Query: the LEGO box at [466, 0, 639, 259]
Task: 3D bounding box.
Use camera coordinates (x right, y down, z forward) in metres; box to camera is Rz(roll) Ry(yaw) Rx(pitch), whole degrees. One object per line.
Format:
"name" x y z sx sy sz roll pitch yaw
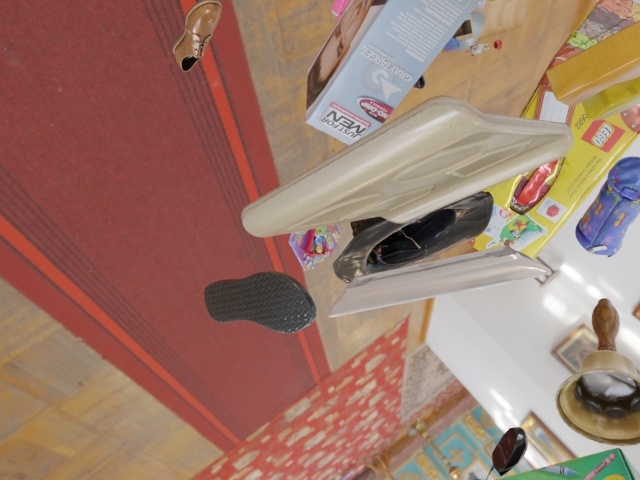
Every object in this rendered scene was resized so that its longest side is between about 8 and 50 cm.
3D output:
"LEGO box" 0.531 -0.223 1.136 0.372 0.193 0.500 -47 163 -33

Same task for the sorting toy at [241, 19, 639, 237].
"sorting toy" 0.110 -0.074 0.412 0.307 0.041 0.229 -24 168 40

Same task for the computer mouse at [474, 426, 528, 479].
"computer mouse" 0.368 0.490 1.086 0.071 0.041 0.242 -73 -173 -70

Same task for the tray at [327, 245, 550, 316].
"tray" 0.146 0.048 0.689 0.270 0.030 0.145 -13 -178 12

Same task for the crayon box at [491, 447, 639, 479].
"crayon box" 0.438 0.475 0.949 0.278 0.081 0.165 -27 133 23

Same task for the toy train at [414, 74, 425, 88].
"toy train" 0.218 -0.422 1.241 0.027 0.036 0.158 -50 139 -9

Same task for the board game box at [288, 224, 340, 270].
"board game box" 0.000 0.000 1.234 0.133 0.033 0.168 -44 138 -17

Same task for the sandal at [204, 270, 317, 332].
"sandal" -0.169 0.163 1.509 0.107 0.446 0.167 -16 101 -47

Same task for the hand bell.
"hand bell" 0.415 0.160 0.755 0.242 0.126 0.126 -49 168 -52

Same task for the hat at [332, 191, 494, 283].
"hat" 0.161 -0.043 1.020 0.331 0.134 0.331 -17 154 -8

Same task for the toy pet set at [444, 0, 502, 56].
"toy pet set" 0.242 -0.375 0.891 0.065 0.114 0.122 -18 105 -14

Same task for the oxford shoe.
"oxford shoe" -0.274 -0.462 1.184 0.076 0.076 0.212 -7 164 -35

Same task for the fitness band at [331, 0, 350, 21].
"fitness band" 0.138 -0.589 1.339 0.054 0.209 0.291 -39 174 -33

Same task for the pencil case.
"pencil case" 0.718 -0.070 1.267 0.133 0.119 0.306 -57 158 -20

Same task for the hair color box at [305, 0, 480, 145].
"hair color box" 0.117 -0.342 0.792 0.114 0.185 0.374 23 130 -21
